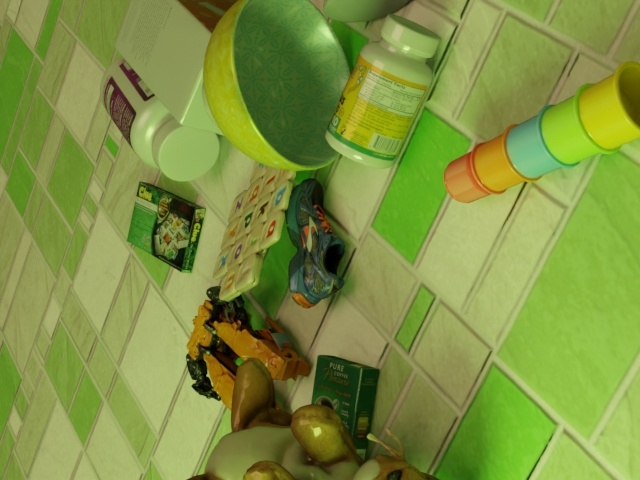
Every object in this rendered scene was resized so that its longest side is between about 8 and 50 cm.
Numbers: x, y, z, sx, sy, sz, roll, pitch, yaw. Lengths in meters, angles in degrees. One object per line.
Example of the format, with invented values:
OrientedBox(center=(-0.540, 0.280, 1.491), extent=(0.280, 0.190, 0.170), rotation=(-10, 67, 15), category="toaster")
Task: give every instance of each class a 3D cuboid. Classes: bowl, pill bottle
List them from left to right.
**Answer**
OrientedBox(center=(-0.313, -0.243, 2.038), extent=(0.301, 0.169, 0.169), rotation=(51, 122, 45), category="pill bottle")
OrientedBox(center=(-0.094, -0.240, 1.629), extent=(0.156, 0.289, 0.290), rotation=(-12, 74, 38), category="bowl")
OrientedBox(center=(0.097, -0.223, 1.538), extent=(0.117, 0.117, 0.208), rotation=(47, 121, 46), category="pill bottle")

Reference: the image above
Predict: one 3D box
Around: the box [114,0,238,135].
OrientedBox(center=(-0.199, -0.335, 1.866), extent=(0.345, 0.215, 0.168), rotation=(48, 120, 45), category="box")

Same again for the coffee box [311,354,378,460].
OrientedBox(center=(0.030, 0.276, 1.594), extent=(0.113, 0.040, 0.184), rotation=(6, 89, 52), category="coffee box")

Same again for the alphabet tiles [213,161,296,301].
OrientedBox(center=(-0.109, -0.037, 1.769), extent=(0.278, 0.021, 0.284), rotation=(-33, 39, 58), category="alphabet tiles")

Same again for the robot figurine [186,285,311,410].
OrientedBox(center=(-0.138, 0.204, 1.793), extent=(0.291, 0.085, 0.211), rotation=(37, 112, 49), category="robot figurine")

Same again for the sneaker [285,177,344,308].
OrientedBox(center=(0.000, 0.000, 1.669), extent=(0.087, 0.083, 0.221), rotation=(-15, 66, 25), category="sneaker")

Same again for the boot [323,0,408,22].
OrientedBox(center=(0.108, -0.436, 1.601), extent=(0.258, 0.095, 0.123), rotation=(-16, 65, 42), category="boot")

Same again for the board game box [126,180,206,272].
OrientedBox(center=(-0.322, -0.031, 2.126), extent=(0.259, 0.030, 0.136), rotation=(24, 105, 52), category="board game box")

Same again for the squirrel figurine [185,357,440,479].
OrientedBox(center=(0.032, 0.399, 1.422), extent=(0.370, 0.281, 0.397), rotation=(3, 125, 29), category="squirrel figurine")

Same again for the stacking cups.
OrientedBox(center=(0.285, -0.115, 1.305), extent=(0.316, 0.096, 0.096), rotation=(-29, 61, 51), category="stacking cups")
